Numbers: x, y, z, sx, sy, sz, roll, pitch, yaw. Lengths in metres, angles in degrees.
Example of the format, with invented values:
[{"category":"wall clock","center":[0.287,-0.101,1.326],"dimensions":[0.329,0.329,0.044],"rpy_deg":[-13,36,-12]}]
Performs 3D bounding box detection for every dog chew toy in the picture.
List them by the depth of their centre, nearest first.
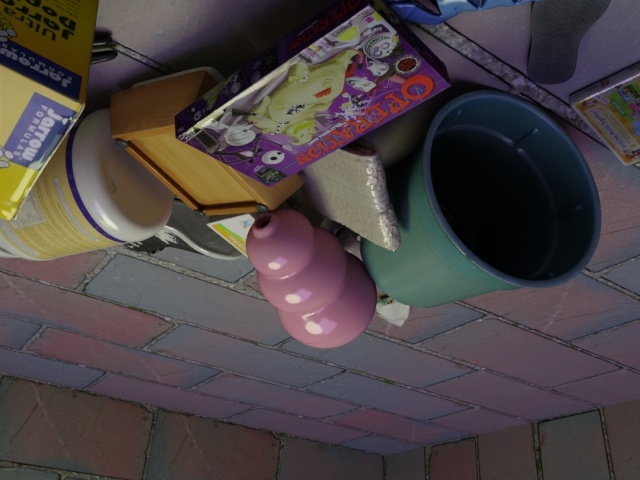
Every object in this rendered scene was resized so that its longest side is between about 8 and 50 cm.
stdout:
[{"category":"dog chew toy","center":[-0.026,0.064,1.243],"dimensions":[0.207,0.206,0.332],"rpy_deg":[-12,137,25]}]

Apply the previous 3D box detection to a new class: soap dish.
[{"category":"soap dish","center":[-0.200,-0.155,1.129],"dimensions":[0.229,0.118,0.291],"rpy_deg":[-2,147,35]}]

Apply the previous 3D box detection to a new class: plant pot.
[{"category":"plant pot","center":[0.251,-0.036,1.173],"dimensions":[0.341,0.341,0.334],"rpy_deg":[14,157,-18]}]

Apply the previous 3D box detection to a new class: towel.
[{"category":"towel","center":[0.034,-0.103,1.121],"dimensions":[0.049,0.282,0.187],"rpy_deg":[-32,125,-19]}]

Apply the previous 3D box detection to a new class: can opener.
[{"category":"can opener","center":[-0.415,-0.292,1.033],"dimensions":[0.186,0.073,0.059],"rpy_deg":[-6,142,-3]}]

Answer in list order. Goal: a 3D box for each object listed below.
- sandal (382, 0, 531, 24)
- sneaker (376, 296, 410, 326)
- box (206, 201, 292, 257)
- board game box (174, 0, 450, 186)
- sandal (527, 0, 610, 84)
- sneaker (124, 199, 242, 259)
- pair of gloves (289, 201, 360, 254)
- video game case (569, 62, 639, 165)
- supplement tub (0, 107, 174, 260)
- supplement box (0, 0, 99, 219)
[{"category":"sandal","center":[0.159,-0.339,0.843],"dimensions":[0.317,0.126,0.138],"rpy_deg":[5,155,14]},{"category":"sneaker","center":[0.196,0.178,1.776],"dimensions":[0.094,0.080,0.212],"rpy_deg":[15,151,4]},{"category":"box","center":[-0.136,-0.042,1.380],"dimensions":[0.103,0.114,0.203],"rpy_deg":[-12,148,24]},{"category":"board game box","center":[-0.016,-0.199,0.929],"dimensions":[0.347,0.056,0.208],"rpy_deg":[-26,152,31]},{"category":"sandal","center":[0.342,-0.318,0.928],"dimensions":[0.097,0.054,0.254],"rpy_deg":[8,160,7]},{"category":"sneaker","center":[-0.323,-0.014,1.469],"dimensions":[0.296,0.104,0.147],"rpy_deg":[22,148,-18]},{"category":"pair of gloves","center":[0.000,0.000,1.389],"dimensions":[0.204,0.042,0.240],"rpy_deg":[-44,141,-5]},{"category":"video game case","center":[0.564,-0.222,1.087],"dimensions":[0.206,0.026,0.227],"rpy_deg":[-24,141,38]},{"category":"supplement tub","center":[-0.468,-0.093,1.201],"dimensions":[0.331,0.241,0.241],"rpy_deg":[-10,147,22]},{"category":"supplement box","center":[-0.406,-0.234,0.792],"dimensions":[0.195,0.356,0.194],"rpy_deg":[25,123,-33]}]
